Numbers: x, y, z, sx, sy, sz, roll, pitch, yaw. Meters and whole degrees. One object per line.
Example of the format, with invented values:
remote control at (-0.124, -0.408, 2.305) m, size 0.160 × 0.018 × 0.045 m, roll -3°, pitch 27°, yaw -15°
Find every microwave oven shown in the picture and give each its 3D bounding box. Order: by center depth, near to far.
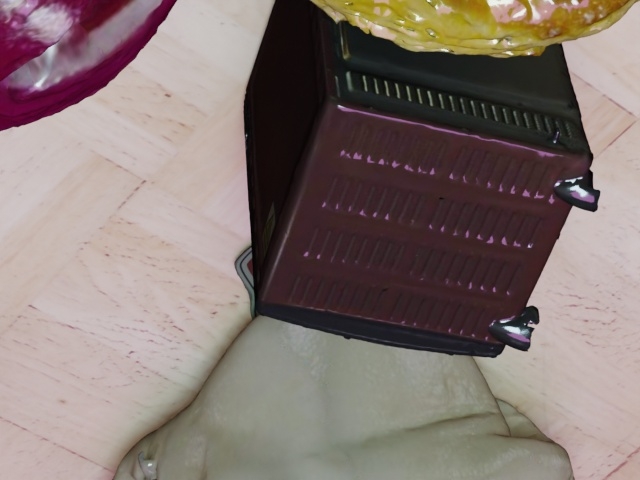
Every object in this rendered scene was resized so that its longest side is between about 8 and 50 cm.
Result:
microwave oven at (0.054, -0.065, 1.263) m, size 0.178 × 0.247 × 0.188 m, roll 9°, pitch 126°, yaw -11°

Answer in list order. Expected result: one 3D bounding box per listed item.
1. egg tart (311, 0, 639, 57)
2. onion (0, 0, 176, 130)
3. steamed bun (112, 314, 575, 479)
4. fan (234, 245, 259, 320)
egg tart at (0.085, -0.232, 1.058) m, size 0.295 × 0.116 × 0.294 m, roll -2°, pitch 130°, yaw -2°
onion at (-0.283, -0.176, 1.009) m, size 0.420 × 0.398 × 0.398 m, roll -49°, pitch 124°, yaw -3°
steamed bun at (0.015, 0.255, 1.515) m, size 0.342 × 0.255 × 0.368 m, roll 28°, pitch 122°, yaw -32°
fan at (0.000, 0.000, 1.460) m, size 0.132 × 0.009 × 0.220 m, roll -14°, pitch 131°, yaw 0°
